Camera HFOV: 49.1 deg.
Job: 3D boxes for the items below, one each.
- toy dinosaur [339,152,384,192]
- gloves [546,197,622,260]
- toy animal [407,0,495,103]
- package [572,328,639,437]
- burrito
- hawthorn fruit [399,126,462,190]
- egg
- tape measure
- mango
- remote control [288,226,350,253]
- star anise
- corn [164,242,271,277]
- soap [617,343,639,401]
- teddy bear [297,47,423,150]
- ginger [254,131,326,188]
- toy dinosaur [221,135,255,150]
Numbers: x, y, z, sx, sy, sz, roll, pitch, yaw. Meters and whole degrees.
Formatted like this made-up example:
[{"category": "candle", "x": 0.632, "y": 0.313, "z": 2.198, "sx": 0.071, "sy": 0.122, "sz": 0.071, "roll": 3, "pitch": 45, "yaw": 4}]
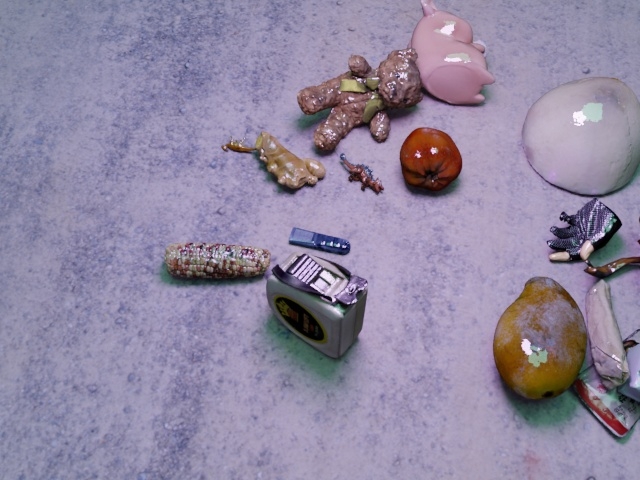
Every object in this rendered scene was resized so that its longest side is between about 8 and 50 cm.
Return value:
[{"category": "toy dinosaur", "x": 0.104, "y": -0.174, "z": 1.810, "sx": 0.055, "sy": 0.049, "sz": 0.154, "roll": -41, "pitch": 72, "yaw": -18}, {"category": "gloves", "x": 0.628, "y": -0.009, "z": 1.692, "sx": 0.181, "sy": 0.106, "sz": 0.129, "roll": -41, "pitch": 59, "yaw": 11}, {"category": "toy animal", "x": 0.357, "y": -0.521, "z": 1.936, "sx": 0.213, "sy": 0.195, "sz": 0.256, "roll": 4, "pitch": 56, "yaw": -6}, {"category": "package", "x": 0.677, "y": 0.308, "z": 1.526, "sx": 0.239, "sy": 0.030, "sz": 0.154, "roll": -31, "pitch": 65, "yaw": -17}, {"category": "burrito", "x": 0.627, "y": 0.196, "z": 1.543, "sx": 0.059, "sy": 0.082, "sz": 0.275, "roll": 20, "pitch": 46, "yaw": -10}, {"category": "hawthorn fruit", "x": 0.278, "y": -0.227, "z": 1.792, "sx": 0.163, "sy": 0.162, "sz": 0.203, "roll": 1, "pitch": 44, "yaw": 1}, {"category": "egg", "x": 0.688, "y": -0.303, "z": 1.797, "sx": 0.337, "sy": 0.201, "sz": 0.337, "roll": -1, "pitch": 58, "yaw": 2}, {"category": "tape measure", "x": -0.012, "y": 0.111, "z": 1.512, "sx": 0.231, "sy": 0.271, "sz": 0.133, "roll": 34, "pitch": 65, "yaw": 18}, {"category": "mango", "x": 0.482, "y": 0.206, "z": 1.532, "sx": 0.193, "sy": 0.146, "sz": 0.316, "roll": 18, "pitch": 47, "yaw": 10}, {"category": "remote control", "x": 0.000, "y": 0.001, "z": 1.722, "sx": 0.153, "sy": 0.027, "sz": 0.043, "roll": 11, "pitch": 64, "yaw": 10}, {"category": "star anise", "x": 0.766, "y": 0.019, "z": 1.628, "sx": 0.346, "sy": 0.148, "sz": 0.237, "roll": -22, "pitch": 104, "yaw": -13}, {"category": "corn", "x": -0.244, "y": 0.048, "z": 1.664, "sx": 0.253, "sy": 0.086, "sz": 0.086, "roll": 1, "pitch": 59, "yaw": -1}, {"category": "soap", "x": 0.767, "y": 0.300, "z": 1.471, "sx": 0.230, "sy": 0.091, "sz": 0.145, "roll": 25, "pitch": 69, "yaw": 5}, {"category": "teddy bear", "x": 0.119, "y": -0.367, "z": 1.836, "sx": 0.222, "sy": 0.246, "sz": 0.296, "roll": -2, "pitch": 29, "yaw": 45}, {"category": "ginger", "x": -0.095, "y": -0.194, "z": 1.809, "sx": 0.205, "sy": 0.081, "sz": 0.115, "roll": 28, "pitch": 76, "yaw": 9}, {"category": "toy dinosaur", "x": -0.212, "y": -0.257, "z": 1.877, "sx": 0.113, "sy": 0.026, "sz": 0.041, "roll": 3, "pitch": 66, "yaw": 13}]
